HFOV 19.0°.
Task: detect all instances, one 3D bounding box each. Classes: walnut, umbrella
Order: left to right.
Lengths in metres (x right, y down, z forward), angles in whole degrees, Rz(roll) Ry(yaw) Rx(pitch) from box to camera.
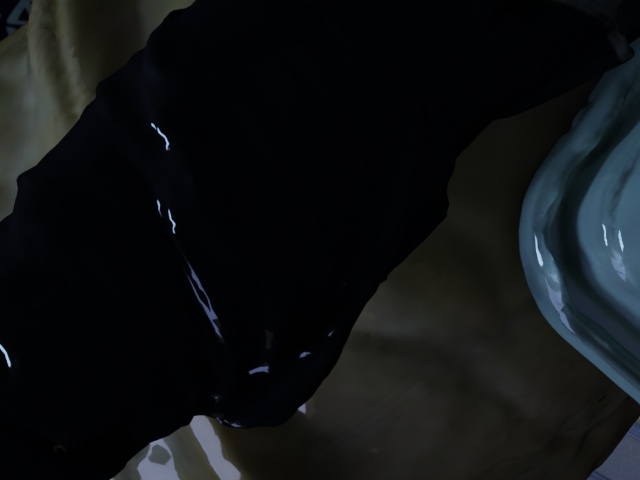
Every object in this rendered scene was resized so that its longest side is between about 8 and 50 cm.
[{"bbox_3d":[0.000,0.000,0.866,0.381,0.381,0.381,37,172,7],"label":"walnut"},{"bbox_3d":[0.015,-0.057,0.495,0.113,0.357,0.106,41,162,3],"label":"umbrella"}]

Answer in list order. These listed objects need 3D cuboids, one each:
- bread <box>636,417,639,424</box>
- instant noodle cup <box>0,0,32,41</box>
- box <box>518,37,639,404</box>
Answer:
[{"bbox_3d":[0.199,0.068,1.377,0.178,0.060,0.139,43,171,-30],"label":"bread"},{"bbox_3d":[-0.220,-0.110,1.117,0.340,0.265,0.340,4,179,0],"label":"instant noodle cup"},{"bbox_3d":[0.248,0.030,0.670,0.312,0.175,0.182,40,162,-14],"label":"box"}]
